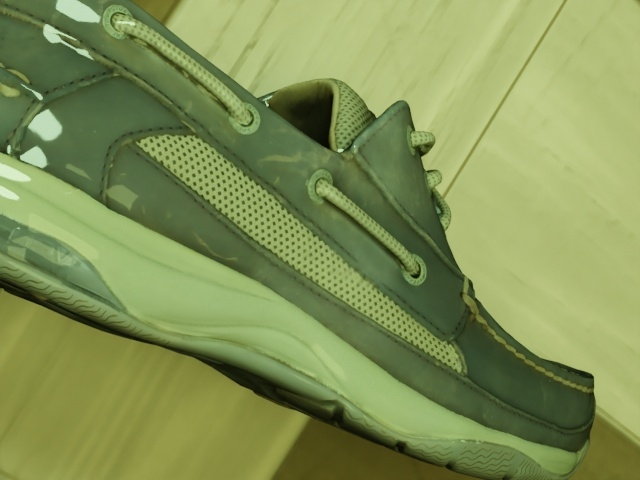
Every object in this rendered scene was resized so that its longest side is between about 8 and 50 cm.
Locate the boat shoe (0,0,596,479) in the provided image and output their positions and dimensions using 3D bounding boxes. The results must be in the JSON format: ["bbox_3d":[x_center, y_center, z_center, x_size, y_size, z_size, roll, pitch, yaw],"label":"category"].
[{"bbox_3d":[0.000,0.000,0.733,0.355,0.132,0.130,27,83,-42],"label":"boat shoe"}]
